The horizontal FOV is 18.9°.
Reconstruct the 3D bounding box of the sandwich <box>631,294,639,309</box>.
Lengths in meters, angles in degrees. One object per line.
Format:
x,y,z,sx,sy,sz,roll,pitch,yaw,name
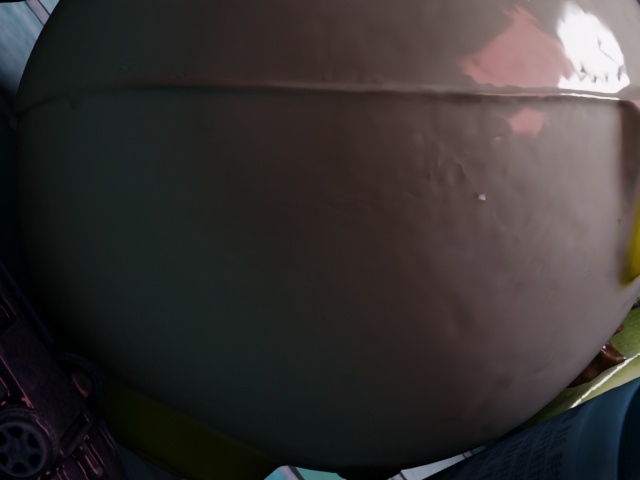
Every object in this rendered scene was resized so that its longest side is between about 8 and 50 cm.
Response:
0.281,0.047,1.678,0.088,0.090,0.244,1,64,-64,sandwich

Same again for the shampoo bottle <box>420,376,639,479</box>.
0.129,0.255,0.908,0.331,0.343,0.331,43,32,-35,shampoo bottle

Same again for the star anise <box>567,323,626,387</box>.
0.132,0.071,1.332,0.168,0.168,0.057,-28,115,-64,star anise

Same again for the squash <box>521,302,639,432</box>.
0.228,0.172,1.349,0.189,0.189,0.260,57,22,-11,squash

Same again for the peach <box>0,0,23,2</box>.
-0.211,-0.287,1.032,0.338,0.281,0.281,32,19,19,peach

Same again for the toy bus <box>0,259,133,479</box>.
-0.172,0.047,0.847,0.236,0.094,0.079,59,20,-10,toy bus

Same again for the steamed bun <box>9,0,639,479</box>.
0.009,-0.036,0.959,0.334,0.334,0.374,60,-6,-4,steamed bun
